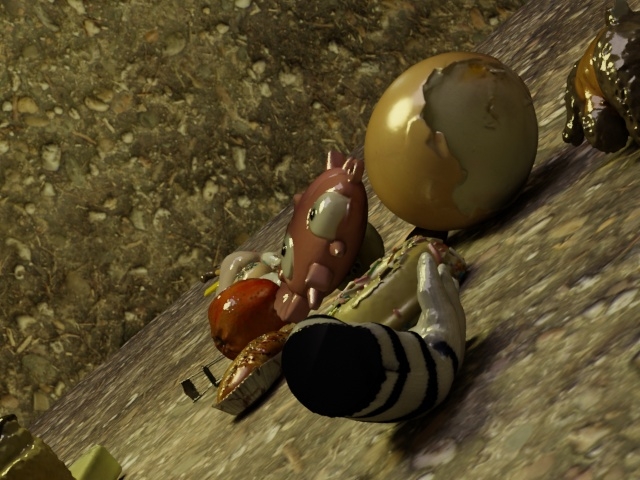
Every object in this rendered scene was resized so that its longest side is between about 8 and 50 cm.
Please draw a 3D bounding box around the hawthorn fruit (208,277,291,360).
[{"bbox_3d":[-0.099,0.109,2.126,0.128,0.128,0.128,-39,6,5],"label":"hawthorn fruit"}]

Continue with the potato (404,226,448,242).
[{"bbox_3d":[0.127,0.001,1.878,0.051,0.040,0.083,-27,15,43],"label":"potato"}]

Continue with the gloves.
[{"bbox_3d":[0.066,0.097,1.314,0.140,0.131,0.219,-39,-24,27],"label":"gloves"}]

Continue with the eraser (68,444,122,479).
[{"bbox_3d":[-0.335,0.350,2.048,0.117,0.058,0.172,-39,7,10],"label":"eraser"}]

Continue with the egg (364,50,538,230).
[{"bbox_3d":[0.149,-0.111,1.808,0.201,0.201,0.244,-44,5,-31],"label":"egg"}]

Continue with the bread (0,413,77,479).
[{"bbox_3d":[-0.336,0.348,1.638,0.204,0.163,0.262,-48,-32,-43],"label":"bread"}]

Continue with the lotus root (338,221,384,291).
[{"bbox_3d":[0.044,0.017,2.062,0.090,0.077,0.183,-45,10,6],"label":"lotus root"}]

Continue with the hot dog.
[{"bbox_3d":[-0.079,0.158,1.924,0.099,0.053,0.192,-40,2,35],"label":"hot dog"}]

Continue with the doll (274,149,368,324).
[{"bbox_3d":[0.000,0.000,1.925,0.262,0.093,0.211,122,159,-44],"label":"doll"}]

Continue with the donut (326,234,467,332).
[{"bbox_3d":[0.077,0.057,1.666,0.174,0.068,0.174,-40,7,6],"label":"donut"}]

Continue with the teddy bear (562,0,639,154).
[{"bbox_3d":[0.316,-0.164,1.566,0.177,0.140,0.190,-46,0,-23],"label":"teddy bear"}]

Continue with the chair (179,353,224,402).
[{"bbox_3d":[-0.163,0.198,2.207,0.086,0.037,0.042,-36,-5,3],"label":"chair"}]

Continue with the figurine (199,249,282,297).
[{"bbox_3d":[-0.100,0.071,2.427,0.137,0.112,0.229,-49,21,-12],"label":"figurine"}]
